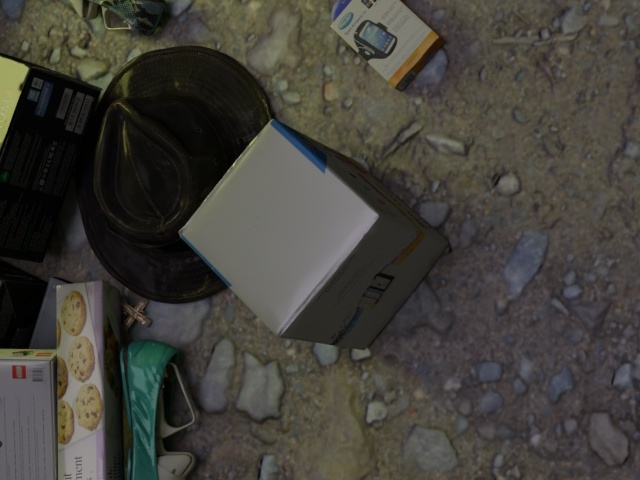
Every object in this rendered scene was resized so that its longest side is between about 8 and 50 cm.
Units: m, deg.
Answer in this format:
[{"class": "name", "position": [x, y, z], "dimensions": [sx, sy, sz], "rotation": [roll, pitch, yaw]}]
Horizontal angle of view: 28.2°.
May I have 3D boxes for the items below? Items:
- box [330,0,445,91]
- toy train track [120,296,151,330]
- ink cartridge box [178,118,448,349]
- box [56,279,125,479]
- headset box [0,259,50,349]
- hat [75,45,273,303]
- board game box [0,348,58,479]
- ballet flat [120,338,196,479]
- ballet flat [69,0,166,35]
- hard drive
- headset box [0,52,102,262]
[{"class": "box", "position": [0.075, -0.252, 1.521], "dimensions": [0.081, 0.028, 0.136], "rotation": [-48, 65, 13]}, {"class": "toy train track", "position": [-0.252, 0.083, 1.628], "dimensions": [0.083, 0.014, 0.048], "rotation": [34, 82, 8]}, {"class": "ink cartridge box", "position": [0.000, 0.000, 1.413], "dimensions": [0.171, 0.232, 0.168], "rotation": [43, 100, 23]}, {"class": "box", "position": [-0.281, 0.211, 1.559], "dimensions": [0.067, 0.063, 0.324], "rotation": [-6, 74, 12]}, {"class": "headset box", "position": [-0.535, 0.103, 1.716], "dimensions": [0.293, 0.110, 0.218], "rotation": [22, 94, 25]}, {"class": "hat", "position": [-0.206, -0.090, 1.575], "dimensions": [0.331, 0.134, 0.331], "rotation": [-3, 84, 25]}, {"class": "board game box", "position": [-0.420, 0.286, 1.594], "dimensions": [0.192, 0.053, 0.305], "rotation": [1, 101, 2]}, {"class": "ballet flat", "position": [-0.196, 0.244, 1.564], "dimensions": [0.087, 0.083, 0.247], "rotation": [-5, 84, 10]}, {"class": "ballet flat", "position": [-0.287, -0.314, 1.678], "dimensions": [0.188, 0.070, 0.070], "rotation": [23, 94, 28]}, {"class": "hard drive", "position": [-0.332, 0.125, 1.669], "dimensions": [0.094, 0.022, 0.135], "rotation": [18, 92, 25]}, {"class": "headset box", "position": [-0.461, -0.135, 1.680], "dimensions": [0.283, 0.131, 0.246], "rotation": [23, 95, 35]}]
